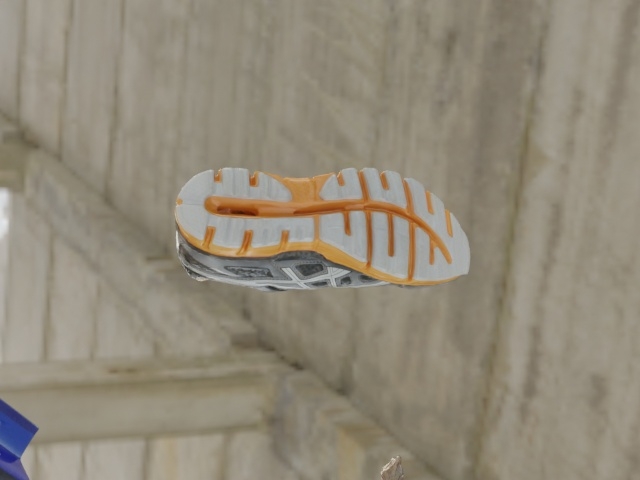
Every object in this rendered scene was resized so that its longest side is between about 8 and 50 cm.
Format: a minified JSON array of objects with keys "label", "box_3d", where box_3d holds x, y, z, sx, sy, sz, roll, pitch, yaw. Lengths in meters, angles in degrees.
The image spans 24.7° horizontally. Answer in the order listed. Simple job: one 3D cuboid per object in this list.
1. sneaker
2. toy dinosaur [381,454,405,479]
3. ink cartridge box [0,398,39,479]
[{"label":"sneaker","box_3d":[0.000,0.000,1.023,0.083,0.214,0.084,116,-21,-55]},{"label":"toy dinosaur","box_3d":[0.108,0.323,1.263,0.127,0.200,0.296,-49,-167,11]},{"label":"ink cartridge box","box_3d":[-0.459,0.323,1.698,0.065,0.165,0.333,13,-115,47]}]
